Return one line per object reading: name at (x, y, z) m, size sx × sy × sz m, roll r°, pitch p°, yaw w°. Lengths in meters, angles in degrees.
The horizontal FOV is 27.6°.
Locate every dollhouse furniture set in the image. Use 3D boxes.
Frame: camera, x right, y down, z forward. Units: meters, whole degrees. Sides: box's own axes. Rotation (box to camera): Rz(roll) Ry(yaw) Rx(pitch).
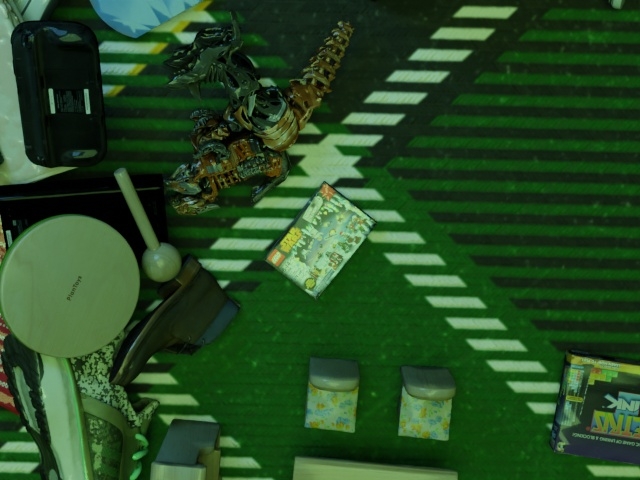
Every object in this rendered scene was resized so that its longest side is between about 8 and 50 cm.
dollhouse furniture set at (-0.018, 0.354, 1.711) m, size 0.394 × 0.256 × 0.362 m, roll 5°, pitch 97°, yaw -1°

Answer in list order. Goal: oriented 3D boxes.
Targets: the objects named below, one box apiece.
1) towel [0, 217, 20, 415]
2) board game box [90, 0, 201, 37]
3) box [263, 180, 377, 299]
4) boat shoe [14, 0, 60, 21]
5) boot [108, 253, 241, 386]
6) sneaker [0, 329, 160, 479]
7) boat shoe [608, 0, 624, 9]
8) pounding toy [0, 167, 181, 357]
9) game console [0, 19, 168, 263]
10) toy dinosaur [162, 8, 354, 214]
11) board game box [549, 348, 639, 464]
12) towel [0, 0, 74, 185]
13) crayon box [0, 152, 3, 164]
towel at (-0.406, 0.103, 1.796) m, size 0.198 × 0.031 × 0.275 m, roll 24°, pitch 96°, yaw -3°
board game box at (-0.230, -0.353, 1.743) m, size 0.168 × 0.033 × 0.133 m, roll -30°, pitch 91°, yaw -2°
box at (0.000, 0.000, 1.785) m, size 0.094 × 0.027 × 0.137 m, roll 37°, pitch 96°, yaw -3°
boat shoe at (-0.403, -0.310, 1.720) m, size 0.088 × 0.096 × 0.267 m, roll 32°, pitch 104°, yaw -8°
boot at (-0.190, 0.127, 1.734) m, size 0.106 × 0.082 × 0.219 m, roll 39°, pitch 57°, yaw -12°
sneaker at (-0.283, 0.286, 1.765) m, size 0.182 × 0.158 × 0.410 m, roll -23°, pitch 113°, yaw -28°
boat shoe at (0.398, -0.380, 1.735) m, size 0.040 × 0.049 × 0.142 m, roll 12°, pitch 95°, yaw 18°
pounding toy at (-0.317, 0.035, 1.680) m, size 0.237 × 0.110 × 0.183 m, roll -39°, pitch 115°, yaw -18°
game console at (-0.307, -0.112, 1.653) m, size 0.213 × 0.044 × 0.361 m, roll -4°, pitch 125°, yaw -8°
toy dinosaur at (-0.097, -0.178, 1.729) m, size 0.322 × 0.164 × 0.218 m, roll -47°, pitch 110°, yaw -13°
board game box at (0.414, 0.233, 1.802) m, size 0.170 × 0.048 × 0.141 m, roll 8°, pitch 95°, yaw -1°
towel at (-0.507, -0.200, 1.687) m, size 0.317 × 0.053 × 0.332 m, roll -17°, pitch 111°, yaw 13°
crayon box at (-0.594, -0.139, 1.651) m, size 0.322 × 0.083 × 0.203 m, roll -13°, pitch 113°, yaw 12°
